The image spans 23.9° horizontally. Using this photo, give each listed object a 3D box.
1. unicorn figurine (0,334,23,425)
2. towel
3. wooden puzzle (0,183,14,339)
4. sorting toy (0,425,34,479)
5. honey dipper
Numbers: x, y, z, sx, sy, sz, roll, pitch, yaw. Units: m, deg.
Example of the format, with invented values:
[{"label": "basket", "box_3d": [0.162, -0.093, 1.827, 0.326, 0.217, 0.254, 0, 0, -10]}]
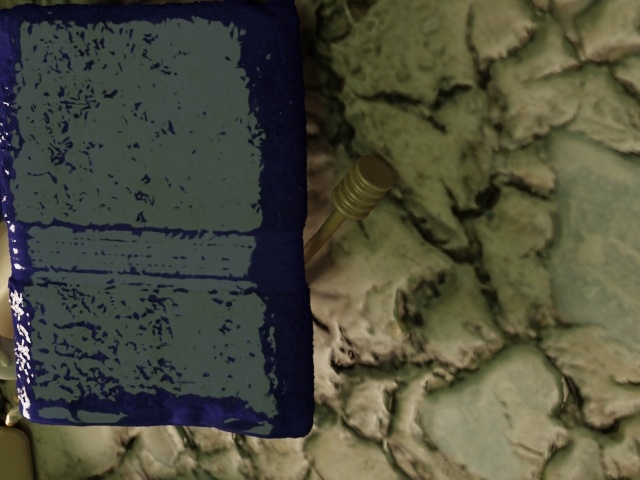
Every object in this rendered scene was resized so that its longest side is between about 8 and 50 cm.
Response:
[{"label": "unicorn figurine", "box_3d": [-0.265, 0.102, 1.230, 0.111, 0.162, 0.060, -51, 51, 38]}, {"label": "towel", "box_3d": [-0.113, -0.016, 1.066, 0.227, 0.076, 0.308, 2, 104, 15]}, {"label": "wooden puzzle", "box_3d": [-0.356, -0.039, 1.202, 0.348, 0.080, 0.322, 44, 130, -9]}, {"label": "sorting toy", "box_3d": [-0.353, 0.282, 1.437, 0.229, 0.041, 0.307, 11, 117, 26]}, {"label": "honey dipper", "box_3d": [0.000, 0.000, 1.059, 0.030, 0.030, 0.161, 46, 133, 8]}]
